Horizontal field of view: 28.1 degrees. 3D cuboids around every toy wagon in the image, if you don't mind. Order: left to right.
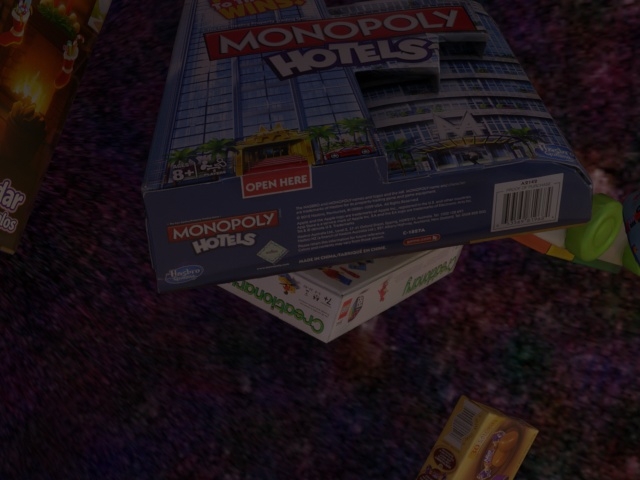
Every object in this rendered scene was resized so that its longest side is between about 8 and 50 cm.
[{"bbox_3d":[0.145,-0.060,1.109,0.344,0.267,0.068,12,108,-53],"label":"toy wagon"}]

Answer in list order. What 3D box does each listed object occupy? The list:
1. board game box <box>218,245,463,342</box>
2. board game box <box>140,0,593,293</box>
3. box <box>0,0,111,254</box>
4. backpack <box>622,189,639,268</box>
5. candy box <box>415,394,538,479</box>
[{"bbox_3d":[0.000,0.000,1.242,0.193,0.305,0.053,27,111,21],"label":"board game box"},{"bbox_3d":[0.005,-0.073,0.602,0.194,0.194,0.060,-9,132,-8],"label":"board game box"},{"bbox_3d":[-0.205,-0.133,0.532,0.293,0.057,0.201,32,74,-57],"label":"box"},{"bbox_3d":[0.288,-0.007,0.814,0.173,0.158,0.117,16,125,-7],"label":"backpack"},{"bbox_3d":[0.170,0.285,1.514,0.109,0.053,0.187,26,93,-43],"label":"candy box"}]
